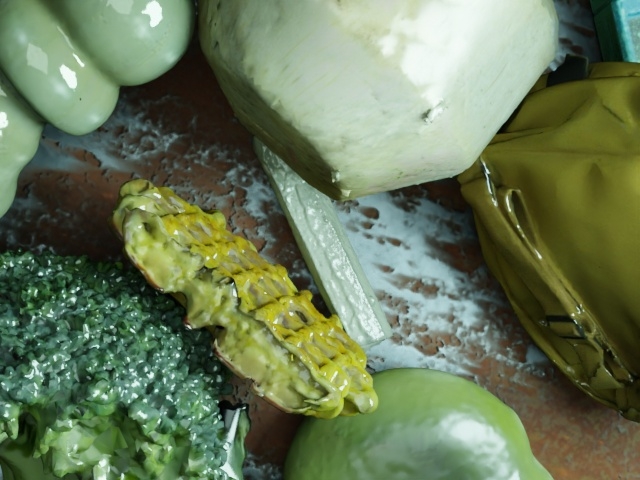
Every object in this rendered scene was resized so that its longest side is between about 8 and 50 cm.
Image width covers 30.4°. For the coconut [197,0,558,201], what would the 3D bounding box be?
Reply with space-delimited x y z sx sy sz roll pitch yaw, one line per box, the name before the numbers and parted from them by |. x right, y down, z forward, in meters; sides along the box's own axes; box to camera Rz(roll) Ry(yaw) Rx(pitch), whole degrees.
coconut | 0.051 -0.228 1.076 0.352 0.352 0.353 0 90 -6

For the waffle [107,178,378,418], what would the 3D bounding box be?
waffle | -0.075 0.055 1.091 0.283 0.309 0.065 33 101 -36

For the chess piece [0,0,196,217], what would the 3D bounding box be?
chess piece | -0.257 -0.141 1.024 0.330 0.182 0.182 -33 93 10

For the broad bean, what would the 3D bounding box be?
broad bean | 0.107 0.249 1.190 0.291 0.119 0.238 16 98 -3

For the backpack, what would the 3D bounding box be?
backpack | 0.311 0.004 1.120 0.201 0.353 0.378 -42 132 -35

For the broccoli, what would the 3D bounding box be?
broccoli | -0.237 0.150 1.087 0.338 0.277 0.318 -22 112 3

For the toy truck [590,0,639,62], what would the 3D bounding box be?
toy truck | 0.373 -0.209 1.202 0.156 0.155 0.279 -12 92 3

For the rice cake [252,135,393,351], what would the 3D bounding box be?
rice cake | 0.000 0.000 1.210 0.052 0.057 0.256 -26 93 -23
